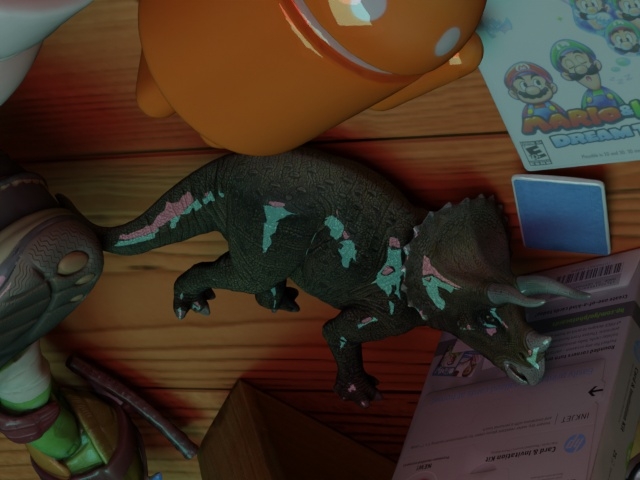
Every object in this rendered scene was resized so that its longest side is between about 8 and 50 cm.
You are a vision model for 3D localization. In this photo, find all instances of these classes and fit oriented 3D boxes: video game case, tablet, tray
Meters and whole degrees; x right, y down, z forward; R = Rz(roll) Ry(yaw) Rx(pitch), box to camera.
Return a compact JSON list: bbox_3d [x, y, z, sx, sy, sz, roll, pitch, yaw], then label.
[{"bbox_3d":[0.160,-0.098,0.870,0.157,0.019,0.143,-5,135,29],"label":"video game case"},{"bbox_3d":[0.143,-0.015,0.975,0.054,0.006,0.083,5,151,16],"label":"tablet"},{"bbox_3d":[0.034,0.213,1.046,0.203,0.076,0.411,29,-175,-11],"label":"tray"}]

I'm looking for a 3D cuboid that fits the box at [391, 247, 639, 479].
[{"bbox_3d":[0.123,0.095,0.981,0.145,0.186,0.038,-16,125,37],"label":"box"}]

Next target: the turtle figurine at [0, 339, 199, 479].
[{"bbox_3d":[-0.247,0.160,1.220,0.274,0.198,0.266,-1,132,17],"label":"turtle figurine"}]

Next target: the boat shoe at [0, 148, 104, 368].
[{"bbox_3d":[-0.282,0.062,1.036,0.355,0.132,0.130,-40,77,24],"label":"boat shoe"}]

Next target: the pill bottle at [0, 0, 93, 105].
[{"bbox_3d":[-0.285,-0.128,0.868,0.224,0.224,0.392,41,137,-25],"label":"pill bottle"}]

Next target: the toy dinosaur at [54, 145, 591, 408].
[{"bbox_3d":[0.000,0.000,1.010,0.313,0.121,0.160,27,128,5],"label":"toy dinosaur"}]

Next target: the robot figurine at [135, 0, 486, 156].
[{"bbox_3d":[-0.007,-0.122,0.828,0.219,0.128,0.158,-26,101,43],"label":"robot figurine"}]

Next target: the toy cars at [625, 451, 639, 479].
[{"bbox_3d":[0.275,0.067,0.963,0.176,0.087,0.394,-1,145,-5],"label":"toy cars"}]
